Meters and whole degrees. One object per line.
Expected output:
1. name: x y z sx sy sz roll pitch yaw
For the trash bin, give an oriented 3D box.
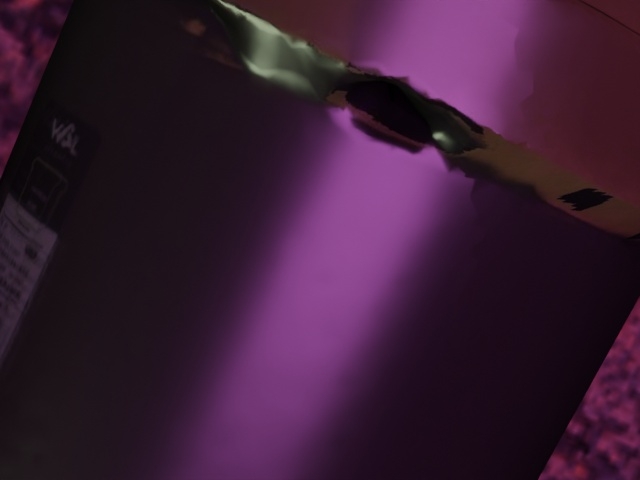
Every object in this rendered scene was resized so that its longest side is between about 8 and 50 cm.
1. trash bin: 0.000 0.000 0.420 0.214 0.214 0.334 23 92 -11
